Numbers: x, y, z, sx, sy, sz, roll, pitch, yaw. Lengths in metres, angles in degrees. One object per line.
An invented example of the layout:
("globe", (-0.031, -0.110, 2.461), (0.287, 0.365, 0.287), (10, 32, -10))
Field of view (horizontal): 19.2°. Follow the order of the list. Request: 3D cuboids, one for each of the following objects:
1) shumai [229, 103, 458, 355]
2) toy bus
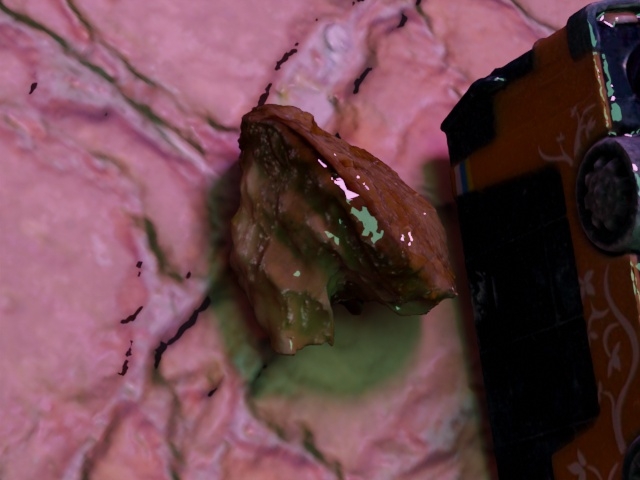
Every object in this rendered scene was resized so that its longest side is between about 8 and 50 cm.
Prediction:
("shumai", (0.000, -0.012, 1.027), (0.139, 0.105, 0.123), (64, 14, -5))
("toy bus", (0.185, 0.047, 1.027), (0.162, 0.194, 0.323), (-2, 76, -27))
